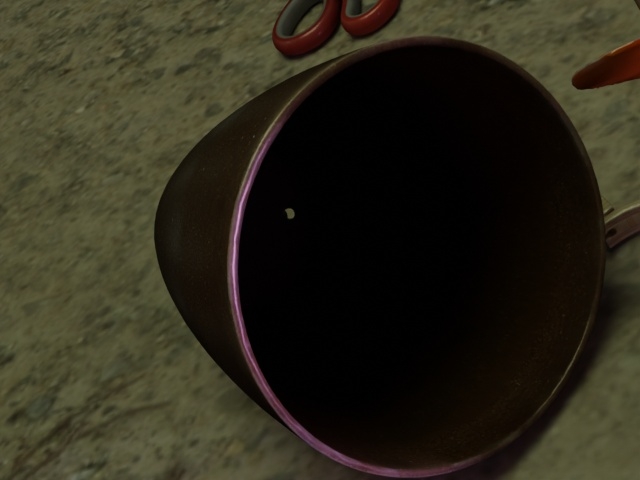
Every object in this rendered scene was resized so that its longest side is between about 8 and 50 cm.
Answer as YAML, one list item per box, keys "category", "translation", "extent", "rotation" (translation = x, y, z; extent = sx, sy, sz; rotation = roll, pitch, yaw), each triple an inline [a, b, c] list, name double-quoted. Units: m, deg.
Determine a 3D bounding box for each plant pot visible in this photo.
- category: "plant pot"
  translation: [0.000, 0.000, 0.857]
  extent: [0.215, 0.215, 0.230]
  rotation: [-49, 24, -16]

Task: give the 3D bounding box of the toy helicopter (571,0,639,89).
- category: "toy helicopter"
  translation: [0.176, -0.037, 0.597]
  extent: [0.140, 0.355, 0.235]
  rotation: [-26, 55, 16]

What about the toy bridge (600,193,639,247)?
- category: "toy bridge"
  translation: [0.230, -0.057, 0.853]
  extent: [0.188, 0.026, 0.063]
  rotation: [-35, 39, 3]

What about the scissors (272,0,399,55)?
- category: "scissors"
  translation: [0.012, -0.244, 1.250]
  extent: [0.109, 0.021, 0.297]
  rotation: [-25, 37, 21]
